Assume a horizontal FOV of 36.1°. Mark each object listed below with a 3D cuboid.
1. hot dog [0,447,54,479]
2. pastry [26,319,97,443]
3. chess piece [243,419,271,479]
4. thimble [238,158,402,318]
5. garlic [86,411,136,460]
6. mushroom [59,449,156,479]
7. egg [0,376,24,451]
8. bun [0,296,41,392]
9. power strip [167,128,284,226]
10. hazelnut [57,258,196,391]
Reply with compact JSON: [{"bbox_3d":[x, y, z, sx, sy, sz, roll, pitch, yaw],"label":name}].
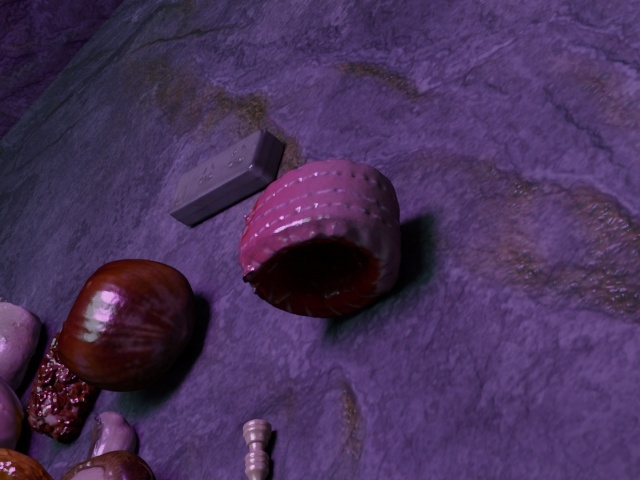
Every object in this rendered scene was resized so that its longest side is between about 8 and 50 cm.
[{"bbox_3d":[-0.553,0.475,1.487,0.387,0.174,0.267,-38,43,27],"label":"hot dog"},{"bbox_3d":[-0.422,0.229,1.638,0.115,0.097,0.208,-27,40,56],"label":"pastry"},{"bbox_3d":[-0.075,0.259,1.156,0.035,0.035,0.092,-36,38,31],"label":"chess piece"},{"bbox_3d":[0.007,0.000,1.169,0.190,0.163,0.125,-20,42,26],"label":"thimble"},{"bbox_3d":[-0.302,0.308,1.417,0.152,0.066,0.084,-98,23,-56],"label":"garlic"},{"bbox_3d":[-0.297,0.380,1.256,0.231,0.138,0.194,-47,11,-26],"label":"mushroom"},{"bbox_3d":[-0.697,0.345,1.710,0.345,0.283,0.283,-28,36,14],"label":"egg"},{"bbox_3d":[-0.647,0.220,1.922,0.239,0.141,0.239,-40,32,31],"label":"bun"},{"bbox_3d":[-0.177,-0.093,1.648,0.288,0.053,0.093,-24,42,41],"label":"power strip"},{"bbox_3d":[-0.283,0.128,1.477,0.181,0.181,0.212,120,173,-67],"label":"hazelnut"}]
